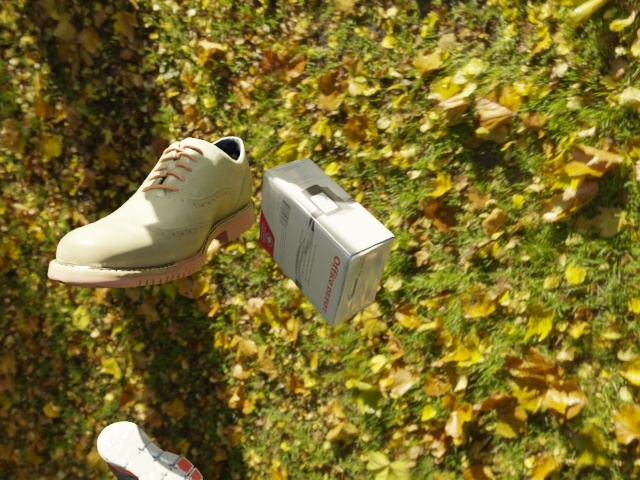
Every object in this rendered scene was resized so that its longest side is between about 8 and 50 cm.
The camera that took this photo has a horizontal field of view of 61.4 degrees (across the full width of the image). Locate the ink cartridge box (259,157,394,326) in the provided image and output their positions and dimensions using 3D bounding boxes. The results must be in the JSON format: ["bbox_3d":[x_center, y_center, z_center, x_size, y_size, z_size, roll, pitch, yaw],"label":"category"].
[{"bbox_3d":[0.000,0.000,0.583,0.150,0.063,0.109,46,143,31],"label":"ink cartridge box"}]

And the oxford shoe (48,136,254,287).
[{"bbox_3d":[-0.192,-0.052,0.675,0.141,0.397,0.146,7,108,9],"label":"oxford shoe"}]

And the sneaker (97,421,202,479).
[{"bbox_3d":[-0.181,0.267,0.596,0.158,0.061,0.064,38,135,19],"label":"sneaker"}]
